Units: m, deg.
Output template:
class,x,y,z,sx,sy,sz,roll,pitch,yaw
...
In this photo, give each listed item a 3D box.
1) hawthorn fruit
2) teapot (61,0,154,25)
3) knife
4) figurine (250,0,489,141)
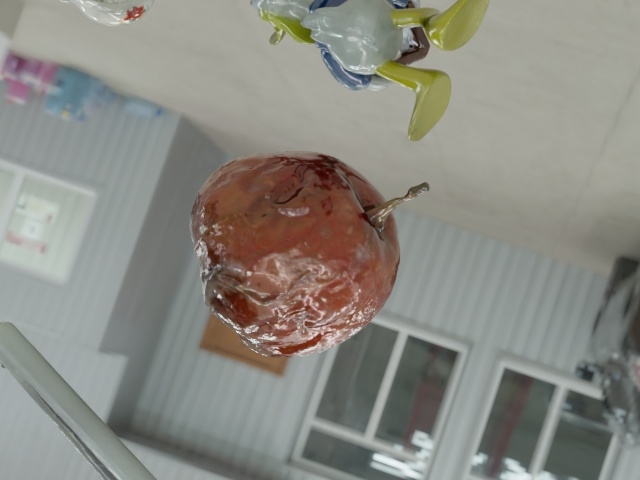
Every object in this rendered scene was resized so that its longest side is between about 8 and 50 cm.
class,x,y,z,sx,sy,sz,roll,pitch,yaw
hawthorn fruit,0.000,0.000,1.375,0.272,0.242,0.242,-20,163,17
teapot,-0.349,-0.446,2.183,0.226,0.145,0.092,-26,177,-14
knife,-0.242,0.189,1.264,0.265,0.040,0.073,50,162,-9
figurine,0.040,-0.285,1.546,0.338,0.204,0.283,29,-165,16
